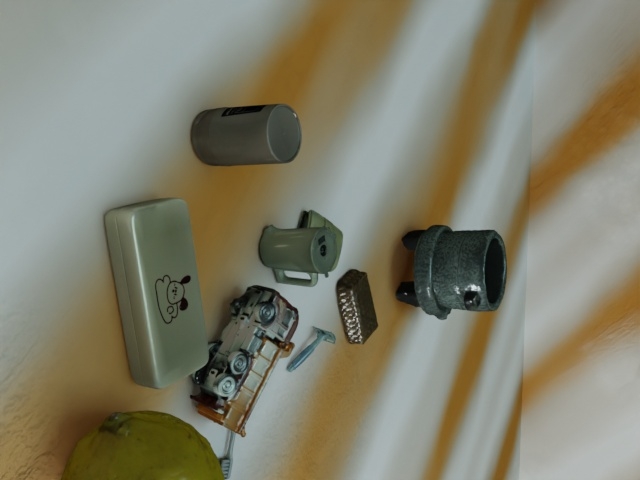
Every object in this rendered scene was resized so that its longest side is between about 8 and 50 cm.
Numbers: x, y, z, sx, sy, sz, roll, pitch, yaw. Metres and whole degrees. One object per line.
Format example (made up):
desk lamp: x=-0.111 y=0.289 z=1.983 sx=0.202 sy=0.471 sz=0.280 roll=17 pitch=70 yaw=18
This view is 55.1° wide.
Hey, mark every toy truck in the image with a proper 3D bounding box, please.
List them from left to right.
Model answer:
toy truck: x=-0.144 y=0.228 z=1.196 sx=0.135 sy=0.114 sz=0.270 roll=44 pitch=66 yaw=-40

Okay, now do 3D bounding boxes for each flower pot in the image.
flower pot: x=0.390 y=0.105 z=1.840 sx=0.299 sy=0.283 sz=0.299 roll=-6 pitch=97 yaw=-59

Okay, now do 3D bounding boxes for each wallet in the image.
wallet: x=0.000 y=0.000 z=1.472 sx=0.155 sy=0.039 sz=0.110 roll=35 pitch=65 yaw=-52

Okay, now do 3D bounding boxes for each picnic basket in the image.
picnic basket: x=0.101 y=0.176 z=1.620 sx=0.110 sy=0.055 sz=0.193 roll=-39 pitch=122 yaw=-47

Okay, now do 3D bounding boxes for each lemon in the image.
lemon: x=-0.266 y=0.394 z=0.935 sx=0.253 sy=0.253 sz=0.310 roll=-28 pitch=117 yaw=-51

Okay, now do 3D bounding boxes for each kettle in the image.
kettle: x=-0.045 y=0.028 z=1.316 sx=0.127 sy=0.148 sz=0.098 roll=52 pitch=50 yaw=-42

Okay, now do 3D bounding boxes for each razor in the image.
razor: x=-0.030 y=0.261 z=1.446 sx=0.135 sy=0.068 sz=0.040 roll=-41 pitch=124 yaw=-32

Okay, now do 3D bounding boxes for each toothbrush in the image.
toothbrush: x=-0.171 y=0.316 z=1.265 sx=0.030 sy=0.025 sz=0.342 roll=20 pitch=77 yaw=-49

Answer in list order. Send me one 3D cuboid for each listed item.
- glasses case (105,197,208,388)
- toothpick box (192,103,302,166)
glasses case: x=-0.276 y=0.088 z=1.053 sx=0.131 sy=0.070 sz=0.313 roll=-22 pitch=110 yaw=-53
toothpick box: x=-0.138 y=-0.193 z=1.136 sx=0.111 sy=0.181 sz=0.111 roll=-9 pitch=100 yaw=-57
